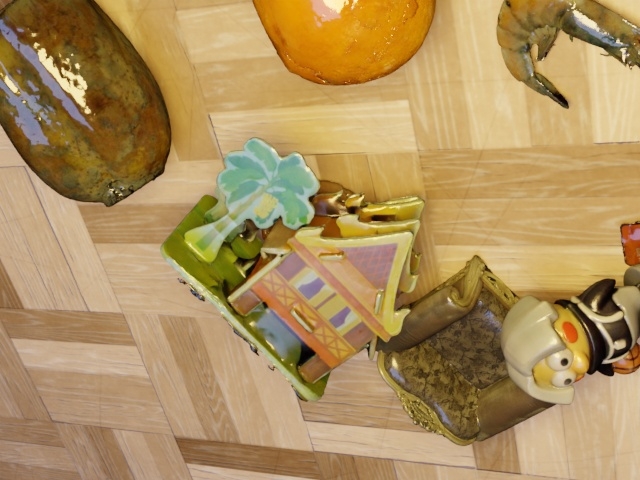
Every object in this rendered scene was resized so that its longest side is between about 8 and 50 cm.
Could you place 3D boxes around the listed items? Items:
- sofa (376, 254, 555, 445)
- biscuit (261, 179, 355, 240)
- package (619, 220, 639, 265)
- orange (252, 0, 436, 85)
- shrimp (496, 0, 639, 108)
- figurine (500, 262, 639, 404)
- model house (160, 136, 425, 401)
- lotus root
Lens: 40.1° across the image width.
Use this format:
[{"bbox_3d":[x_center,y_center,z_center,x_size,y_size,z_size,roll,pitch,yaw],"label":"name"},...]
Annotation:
[{"bbox_3d":[0.234,0.184,1.365,0.258,0.182,0.200,43,129,-9],"label":"sofa"},{"bbox_3d":[0.000,0.000,1.430,0.226,0.042,0.226,12,129,16],"label":"biscuit"},{"bbox_3d":[0.477,0.008,1.228,0.111,0.033,0.077,6,149,41],"label":"package"},{"bbox_3d":[0.026,-0.305,1.072,0.240,0.240,0.240,12,127,16],"label":"orange"},{"bbox_3d":[0.322,-0.239,1.113,0.217,0.051,0.150,30,134,12],"label":"shrimp"},{"bbox_3d":[0.371,0.139,1.239,0.236,0.133,0.176,-21,118,-6],"label":"figurine"},{"bbox_3d":[-0.006,-0.006,1.300,0.313,0.242,0.357,-41,99,23],"label":"model house"},{"bbox_3d":[-0.368,-0.214,1.318,0.250,0.250,0.346,-20,113,34],"label":"lotus root"}]
